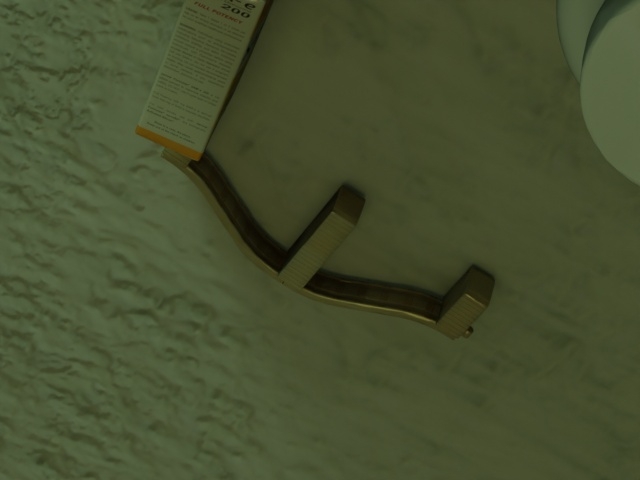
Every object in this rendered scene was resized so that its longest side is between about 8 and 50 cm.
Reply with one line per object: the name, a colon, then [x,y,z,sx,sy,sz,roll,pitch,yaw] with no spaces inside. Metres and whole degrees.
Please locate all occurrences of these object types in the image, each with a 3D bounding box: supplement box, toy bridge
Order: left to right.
supplement box: [-0.050,-0.095,0.900,0.036,0.062,0.098,24,128,-2]
toy bridge: [0.000,0.000,0.979,0.188,0.026,0.063,33,129,-10]

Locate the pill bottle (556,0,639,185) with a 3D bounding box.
pill bottle: [0.156,-0.110,0.738,0.121,0.216,0.121,7,126,9]
